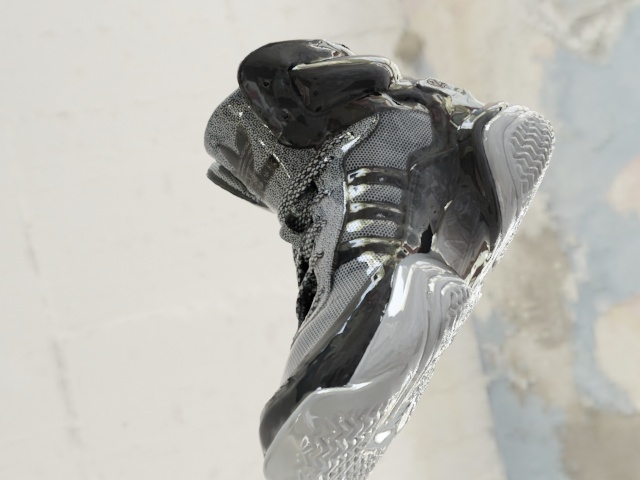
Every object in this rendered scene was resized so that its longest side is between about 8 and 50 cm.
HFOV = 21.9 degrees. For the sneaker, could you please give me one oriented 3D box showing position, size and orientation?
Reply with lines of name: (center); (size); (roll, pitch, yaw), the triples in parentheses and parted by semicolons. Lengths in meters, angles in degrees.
sneaker: (0.000, 0.000, 0.768); (0.153, 0.101, 0.268); (29, -136, 7)
